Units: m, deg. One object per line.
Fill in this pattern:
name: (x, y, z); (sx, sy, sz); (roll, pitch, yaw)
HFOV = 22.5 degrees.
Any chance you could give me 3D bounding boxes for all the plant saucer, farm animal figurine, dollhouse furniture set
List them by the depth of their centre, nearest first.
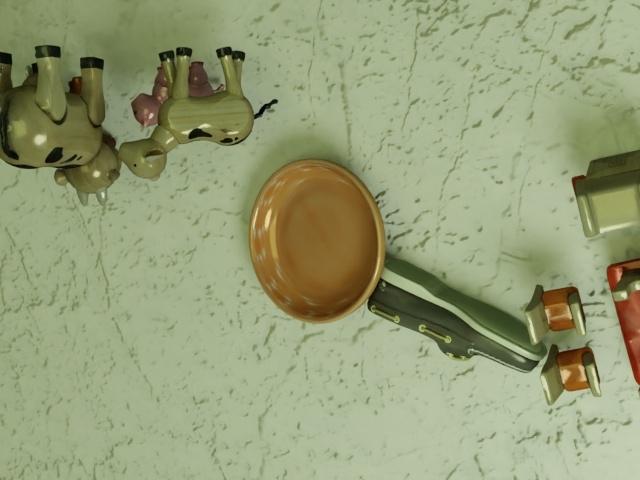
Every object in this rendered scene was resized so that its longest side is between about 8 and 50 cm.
dollhouse furniture set: (0.364, 0.041, 1.801); (0.262, 0.135, 0.259); (-12, 105, 18)
farm animal figurine: (-0.268, -0.130, 1.899); (0.330, 0.327, 0.172); (-6, 85, 39)
plant saucer: (0.000, 0.000, 1.944); (0.200, 0.037, 0.200); (4, 96, 37)

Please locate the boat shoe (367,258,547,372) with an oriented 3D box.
boat shoe: (0.160, 0.102, 1.904); (0.228, 0.081, 0.068); (29, 109, 21)
